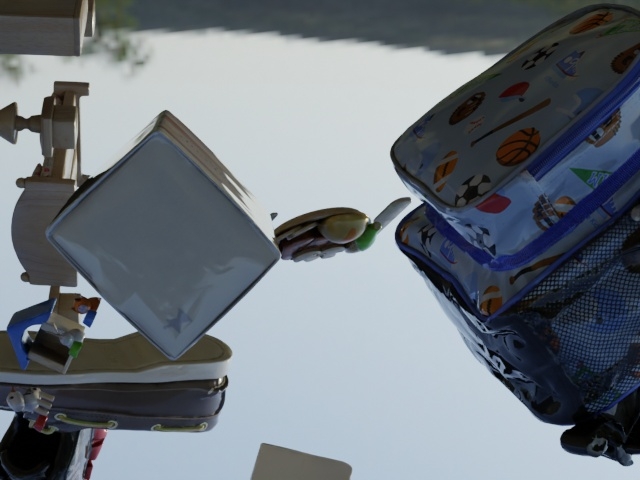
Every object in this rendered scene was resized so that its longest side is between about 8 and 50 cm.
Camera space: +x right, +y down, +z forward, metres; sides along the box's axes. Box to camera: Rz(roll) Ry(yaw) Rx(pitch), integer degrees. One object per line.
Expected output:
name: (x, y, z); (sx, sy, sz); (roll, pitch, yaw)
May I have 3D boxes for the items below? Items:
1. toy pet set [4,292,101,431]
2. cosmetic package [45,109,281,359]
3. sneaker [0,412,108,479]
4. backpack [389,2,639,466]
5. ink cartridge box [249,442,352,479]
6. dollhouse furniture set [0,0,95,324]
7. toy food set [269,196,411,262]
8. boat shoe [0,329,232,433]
toy pet set: (-0.245, 0.087, 1.547); (0.065, 0.122, 0.114); (25, -166, -8)
cosmetic package: (-0.131, -0.015, 1.520); (0.129, 0.153, 0.296); (-43, -171, 3)
sneaker: (-0.304, 0.277, 1.937); (0.098, 0.276, 0.135); (13, -166, 24)
backpack: (0.189, -0.033, 1.126); (0.263, 0.213, 0.276); (-32, -155, -4)
ink cartridge box: (-0.046, 0.318, 1.599); (0.093, 0.219, 0.160); (15, -157, -1)
dollhouse furniture set: (-0.340, -0.122, 1.917); (0.174, 0.355, 0.303); (2, -144, -3)
toy food set: (0.000, 0.000, 1.943); (0.192, 0.038, 0.132); (-6, 159, -26)
boat shoe: (-0.252, 0.151, 1.803); (0.324, 0.096, 0.116); (0, -158, -20)
